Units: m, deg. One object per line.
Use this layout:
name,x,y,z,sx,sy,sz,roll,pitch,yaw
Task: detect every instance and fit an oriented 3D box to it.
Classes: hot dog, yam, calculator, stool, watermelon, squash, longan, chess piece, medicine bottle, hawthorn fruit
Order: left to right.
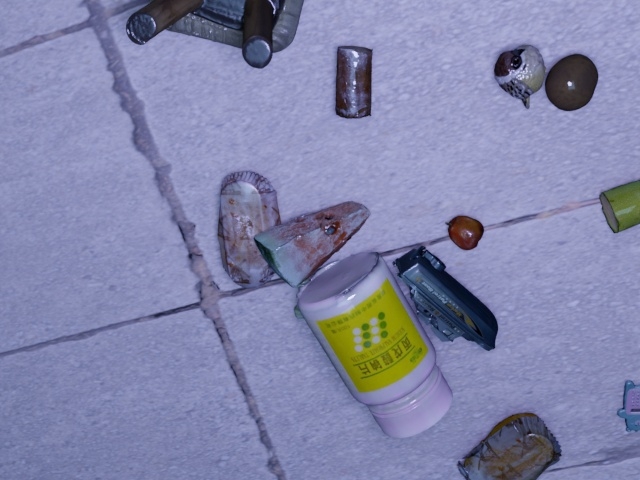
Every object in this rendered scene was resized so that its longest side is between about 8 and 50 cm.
stool,-0.182,-0.497,1.388,0.310,0.226,0.310,11,114,0
hot dog,-0.154,-0.020,1.668,0.144,0.075,0.268,2,110,1
chess piece,-0.042,0.099,1.718,0.059,0.059,0.149,-8,106,10
watermelon,0.000,0.000,1.632,0.241,0.094,0.154,-35,122,-4
yam,0.067,-0.313,1.516,0.079,0.079,0.141,3,111,5
medicine bottle,0.124,0.227,1.665,0.213,0.213,0.378,-26,108,16
hawthorn fruit,0.308,-0.017,1.619,0.077,0.077,0.077,2,113,6
hot dog,0.450,0.518,1.824,0.162,0.082,0.270,39,118,-4
longan,0.486,-0.303,1.466,0.113,0.092,0.113,-7,107,-25
calculator,0.736,0.385,1.765,0.094,0.019,0.141,-3,112,5
squash,0.671,-0.088,1.539,0.188,0.095,0.095,-21,109,11

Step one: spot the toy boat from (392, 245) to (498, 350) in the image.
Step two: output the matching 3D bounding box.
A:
toy boat,0.276,0.144,1.664,0.296,0.114,0.122,43,104,-11

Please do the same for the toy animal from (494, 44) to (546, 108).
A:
toy animal,0.380,-0.312,1.477,0.098,0.098,0.137,6,135,4
